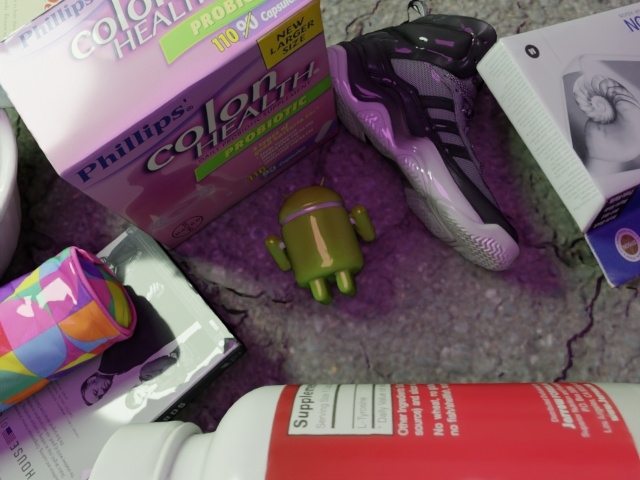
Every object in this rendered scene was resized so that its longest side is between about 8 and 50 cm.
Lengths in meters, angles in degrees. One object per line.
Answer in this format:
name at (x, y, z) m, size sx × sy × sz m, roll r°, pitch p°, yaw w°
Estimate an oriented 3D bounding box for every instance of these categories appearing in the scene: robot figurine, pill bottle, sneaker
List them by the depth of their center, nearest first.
pill bottle at (0.050, 0.221, 0.472) m, size 0.407 × 0.229 × 0.229 m, roll -2°, pitch 77°, yaw 5°
sneaker at (0.125, -0.111, 0.604) m, size 0.153 × 0.101 × 0.269 m, roll -37°, pitch 77°, yaw -4°
robot figurine at (0.000, 0.000, 0.609) m, size 0.101 × 0.067 × 0.115 m, roll -20°, pitch 76°, yaw 9°

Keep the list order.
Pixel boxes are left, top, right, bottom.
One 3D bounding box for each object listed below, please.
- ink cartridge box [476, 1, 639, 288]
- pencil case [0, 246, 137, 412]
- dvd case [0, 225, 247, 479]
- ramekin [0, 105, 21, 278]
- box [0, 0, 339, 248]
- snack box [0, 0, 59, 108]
ink cartridge box at (0.280, -0.099, 0.571) m, size 0.223 × 0.045 × 0.224 m, roll -22°, pitch 77°, yaw -26°
pencil case at (-0.279, 0.093, 0.551) m, size 0.236 × 0.104 × 0.104 m, roll -28°, pitch 76°, yaw -3°
dvd case at (-0.210, 0.116, 0.596) m, size 0.238 × 0.029 × 0.179 m, roll -42°, pitch 62°, yaw -7°
ramekin at (-0.412, -0.037, 0.583) m, size 0.277 × 0.135 × 0.277 m, roll 6°, pitch 64°, yaw -12°
box at (-0.107, -0.121, 0.557) m, size 0.213 × 0.243 × 0.117 m, roll -35°, pitch 76°, yaw -4°
snack box at (-0.301, -0.278, 0.589) m, size 0.187 × 0.060 × 0.322 m, roll 0°, pitch 76°, yaw -16°
